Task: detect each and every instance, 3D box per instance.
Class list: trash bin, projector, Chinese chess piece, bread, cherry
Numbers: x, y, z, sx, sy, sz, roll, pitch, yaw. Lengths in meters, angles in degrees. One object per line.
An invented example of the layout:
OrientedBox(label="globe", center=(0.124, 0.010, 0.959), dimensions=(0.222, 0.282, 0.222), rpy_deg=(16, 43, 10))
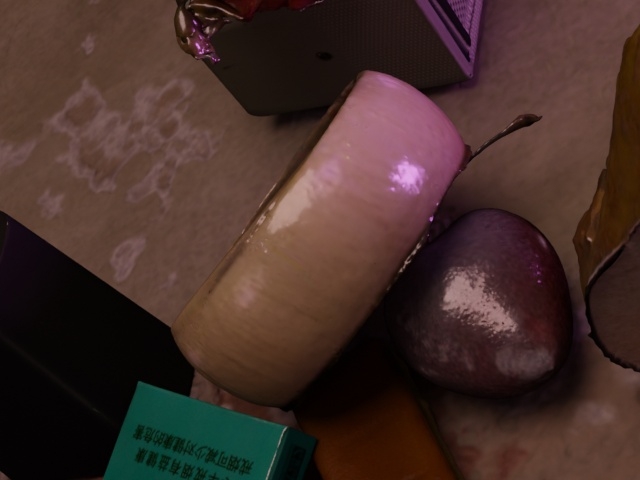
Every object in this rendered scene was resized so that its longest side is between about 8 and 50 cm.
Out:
OrientedBox(label="trash bin", center=(-0.229, 0.083, 1.431), dimensions=(0.165, 0.225, 0.115), rpy_deg=(-10, 56, 30))
OrientedBox(label="projector", center=(0.005, -0.214, 1.520), dimensions=(0.242, 0.163, 0.177), rpy_deg=(-9, 54, 28))
OrientedBox(label="Chinese chess piece", center=(0.000, 0.000, 1.331), dimensions=(0.250, 0.103, 0.250), rpy_deg=(-54, 4, 5))
OrientedBox(label="bread", center=(0.055, 0.171, 1.288), dimensions=(0.088, 0.049, 0.226), rpy_deg=(-35, 46, 10))
OrientedBox(label="cherry", center=(0.133, 0.025, 1.292), dimensions=(0.188, 0.115, 0.148), rpy_deg=(-42, 23, -3))

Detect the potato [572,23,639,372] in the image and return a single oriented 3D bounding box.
OrientedBox(label="potato", center=(0.281, -0.046, 1.127), dimensions=(0.246, 0.299, 0.196), rpy_deg=(14, 59, -5))

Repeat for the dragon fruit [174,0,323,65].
OrientedBox(label="dragon fruit", center=(-0.035, -0.275, 1.383), dimensions=(0.211, 0.147, 0.282), rpy_deg=(25, 71, 38))

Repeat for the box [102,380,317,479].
OrientedBox(label="box", center=(-0.106, 0.224, 1.340), dimensions=(0.161, 0.042, 0.226), rpy_deg=(11, 78, 44))
